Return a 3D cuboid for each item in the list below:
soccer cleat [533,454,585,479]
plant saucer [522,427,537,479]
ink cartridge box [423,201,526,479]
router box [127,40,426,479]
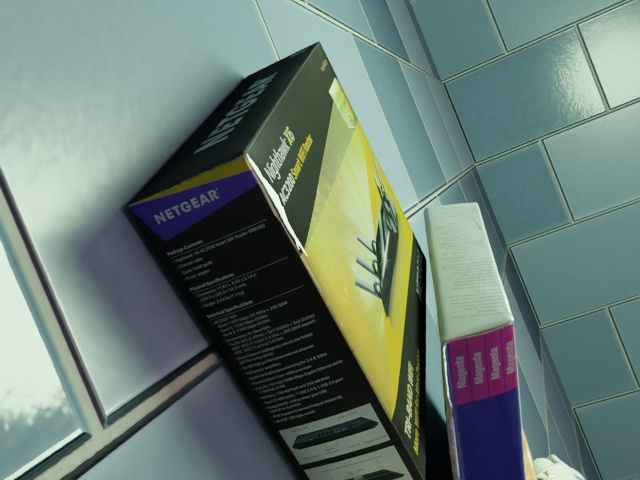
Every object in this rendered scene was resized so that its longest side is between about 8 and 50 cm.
[{"bbox_3d":[0.370,0.425,1.127,0.143,0.116,0.331,56,12,17],"label":"soccer cleat"},{"bbox_3d":[0.285,0.304,1.101,0.200,0.037,0.200,56,22,-36],"label":"plant saucer"},{"bbox_3d":[0.155,0.173,0.679,0.330,0.072,0.324,-82,162,-63],"label":"ink cartridge box"},{"bbox_3d":[0.000,0.000,0.553,0.242,0.081,0.308,61,19,-21],"label":"router box"}]
